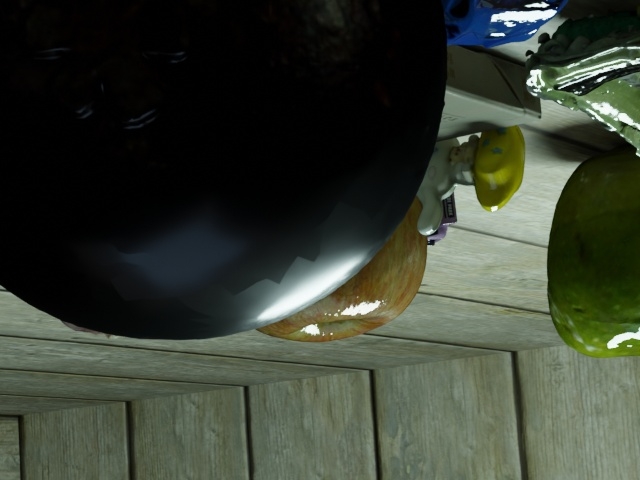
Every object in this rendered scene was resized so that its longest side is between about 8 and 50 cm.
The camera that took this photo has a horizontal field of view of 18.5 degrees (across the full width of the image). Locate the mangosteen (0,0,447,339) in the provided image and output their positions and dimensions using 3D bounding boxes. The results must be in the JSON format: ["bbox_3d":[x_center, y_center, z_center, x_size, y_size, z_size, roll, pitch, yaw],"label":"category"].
[{"bbox_3d":[-0.081,-0.081,1.052,0.296,0.297,0.313,-2,157,-10],"label":"mangosteen"}]

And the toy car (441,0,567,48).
[{"bbox_3d":[0.125,-0.173,1.299,0.103,0.063,0.216,-1,170,-13],"label":"toy car"}]

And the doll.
[{"bbox_3d":[0.127,-0.071,1.734,0.113,0.135,0.071,-22,136,11],"label":"doll"}]

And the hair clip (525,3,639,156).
[{"bbox_3d":[0.280,-0.128,1.577,0.138,0.091,0.321,-11,158,32],"label":"hair clip"}]

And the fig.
[{"bbox_3d":[0.379,0.002,2.009,0.314,0.233,0.233,-13,171,-5],"label":"fig"}]

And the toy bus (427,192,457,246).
[{"bbox_3d":[0.079,-0.026,2.099,0.098,0.087,0.178,-4,174,-11],"label":"toy bus"}]

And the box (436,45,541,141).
[{"bbox_3d":[0.005,-0.125,1.573,0.204,0.051,0.365,-11,168,33],"label":"box"}]

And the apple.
[{"bbox_3d":[0.000,0.000,1.919,0.211,0.188,0.211,-7,169,-1],"label":"apple"}]

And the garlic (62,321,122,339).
[{"bbox_3d":[-0.268,0.077,2.517,0.159,0.102,0.147,3,170,-32],"label":"garlic"}]
